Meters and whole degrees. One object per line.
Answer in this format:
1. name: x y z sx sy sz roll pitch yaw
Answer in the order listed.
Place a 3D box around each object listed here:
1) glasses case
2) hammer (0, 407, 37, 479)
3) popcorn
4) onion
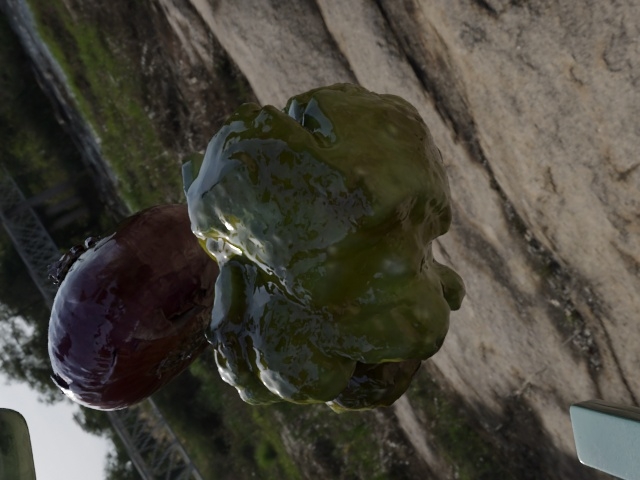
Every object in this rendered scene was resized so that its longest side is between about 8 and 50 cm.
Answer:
1. glasses case: 0.357 0.230 0.727 0.184 0.040 0.077 166 95 -72
2. hammer: -0.315 0.233 0.586 0.194 0.070 0.116 -42 58 36
3. popcorn: 0.006 0.002 0.552 0.276 0.226 0.276 166 90 -88
4. onion: -0.295 0.084 1.020 0.286 0.347 0.347 30 155 13
